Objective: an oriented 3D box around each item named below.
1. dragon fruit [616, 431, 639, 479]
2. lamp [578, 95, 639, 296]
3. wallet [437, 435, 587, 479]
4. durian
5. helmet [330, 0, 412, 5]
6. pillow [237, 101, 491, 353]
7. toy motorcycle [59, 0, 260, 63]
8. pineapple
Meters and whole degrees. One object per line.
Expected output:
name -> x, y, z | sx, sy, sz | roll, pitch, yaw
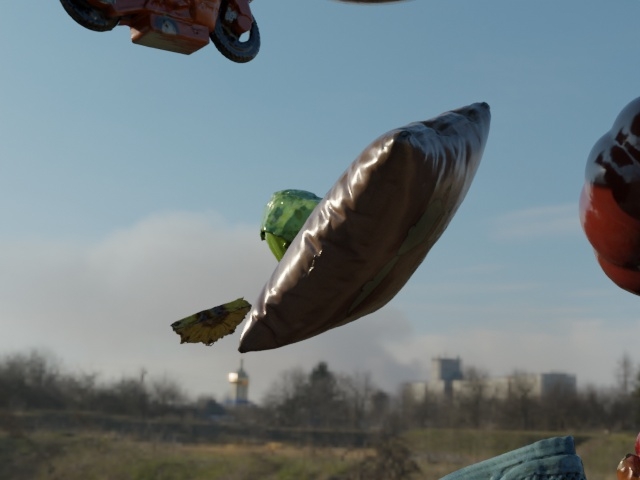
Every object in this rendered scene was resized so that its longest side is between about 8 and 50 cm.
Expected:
dragon fruit -> 0.479, 0.287, 1.125 | 0.263, 0.314, 0.296 | -8, 9, -20
lamp -> 0.342, -0.044, 0.905 | 0.226, 0.227, 0.227 | 2, -11, 0
wallet -> 0.271, 0.451, 1.378 | 0.237, 0.342, 0.075 | -25, -40, 27
durian -> 0.000, 0.000, 1.093 | 0.101, 0.139, 0.250 | -40, -8, 4
helmet -> 0.049, -0.325, 0.887 | 0.385, 0.337, 0.230 | 1, -54, -27
pillow -> 0.047, -0.012, 0.847 | 0.084, 0.236, 0.223 | 39, 24, 16
toy motorcycle -> -0.200, -0.340, 1.233 | 0.147, 0.221, 0.325 | -19, -15, 41
pineapple -> -0.106, 0.082, 0.984 | 0.083, 0.019, 0.045 | -20, -38, -21
